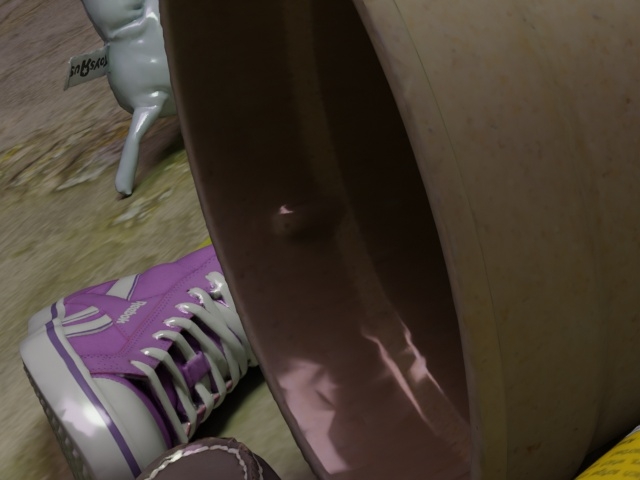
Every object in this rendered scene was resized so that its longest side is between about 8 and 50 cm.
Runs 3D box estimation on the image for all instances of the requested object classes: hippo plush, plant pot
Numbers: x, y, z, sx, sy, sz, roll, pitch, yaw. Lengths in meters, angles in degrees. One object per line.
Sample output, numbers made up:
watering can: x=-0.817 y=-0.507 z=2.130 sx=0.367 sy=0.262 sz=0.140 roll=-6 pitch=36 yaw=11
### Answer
hippo plush: x=-0.090 y=-0.229 z=1.604 sx=0.237 sy=0.234 sz=0.294 roll=-19 pitch=18 yaw=19
plant pot: x=0.127 y=-0.059 z=0.783 sx=0.306 sy=0.333 sz=0.334 roll=-18 pitch=16 yaw=-16

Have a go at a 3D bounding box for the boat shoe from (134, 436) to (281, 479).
boat shoe: x=-0.075 y=0.158 z=0.719 sx=0.117 sy=0.096 sz=0.324 roll=-19 pitch=19 yaw=18

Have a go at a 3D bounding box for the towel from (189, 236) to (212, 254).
towel: x=0.000 y=0.000 z=1.190 sx=0.237 sy=0.021 sz=0.102 roll=-9 pitch=24 yaw=38

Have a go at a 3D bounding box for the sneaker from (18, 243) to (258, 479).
sneaker: x=-0.079 y=0.062 z=0.997 sx=0.161 sy=0.102 sz=0.282 roll=-23 pitch=18 yaw=-4

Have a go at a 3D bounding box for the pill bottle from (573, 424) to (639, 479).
pill bottle: x=0.080 y=0.146 z=0.489 sx=0.246 sy=0.136 sz=0.136 roll=-34 pitch=20 yaw=-26
